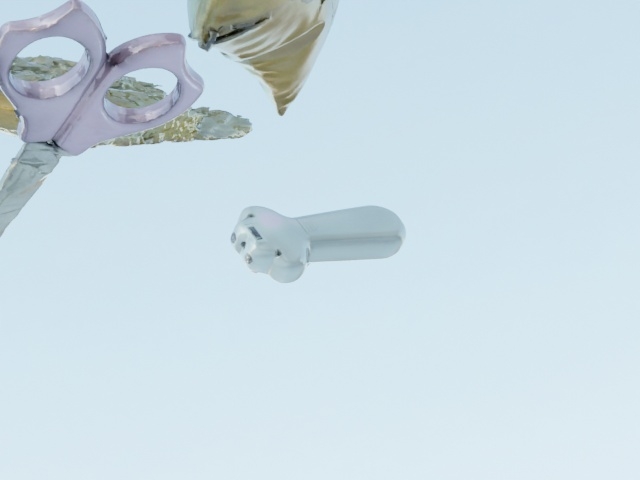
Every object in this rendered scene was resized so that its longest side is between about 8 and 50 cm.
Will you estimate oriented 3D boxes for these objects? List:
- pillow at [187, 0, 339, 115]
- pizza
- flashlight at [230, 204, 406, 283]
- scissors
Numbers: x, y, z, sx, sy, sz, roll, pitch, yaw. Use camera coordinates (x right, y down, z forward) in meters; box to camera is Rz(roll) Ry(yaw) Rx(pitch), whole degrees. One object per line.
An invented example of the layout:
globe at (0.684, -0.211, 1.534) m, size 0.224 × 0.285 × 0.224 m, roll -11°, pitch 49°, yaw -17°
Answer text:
pillow at (-0.036, -0.287, 1.638) m, size 0.119 × 0.310 × 0.312 m, roll 7°, pitch -5°, yaw 11°
pizza at (-0.155, -0.091, 1.169) m, size 0.262 × 0.181 × 0.034 m, roll 3°, pitch -75°, yaw -37°
flashlight at (0.000, 0.000, 1.842) m, size 0.200 × 0.093 × 0.047 m, roll -7°, pitch -44°, yaw -38°
scissors at (-0.145, -0.044, 0.949) m, size 0.110 × 0.021 × 0.212 m, roll 14°, pitch -42°, yaw -30°
